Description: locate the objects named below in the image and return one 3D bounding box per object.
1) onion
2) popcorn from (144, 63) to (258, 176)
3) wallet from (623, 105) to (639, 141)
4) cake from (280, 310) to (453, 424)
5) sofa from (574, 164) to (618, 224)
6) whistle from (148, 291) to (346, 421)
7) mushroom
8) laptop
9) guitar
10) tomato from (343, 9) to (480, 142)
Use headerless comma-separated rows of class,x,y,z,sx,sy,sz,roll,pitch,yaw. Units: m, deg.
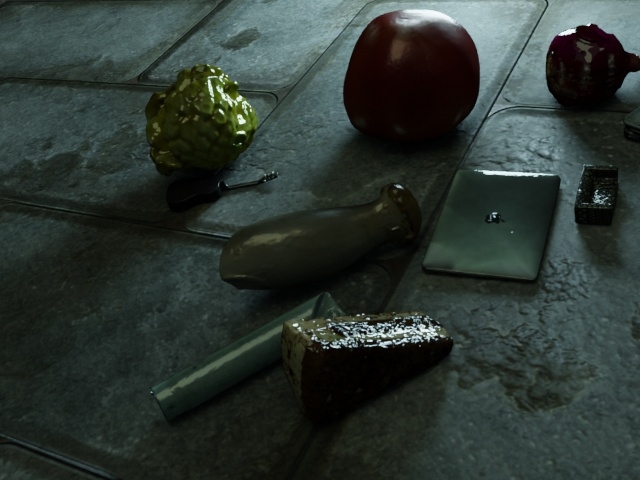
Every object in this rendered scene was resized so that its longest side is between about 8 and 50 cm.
onion,0.543,-0.358,1.500,0.198,0.135,0.173,-15,42,-2
popcorn,-0.260,-0.238,1.588,0.251,0.206,0.237,-42,46,-15
wallet,0.669,-0.206,1.352,0.167,0.036,0.222,-35,43,-22
cake,0.064,0.139,1.075,0.246,0.135,0.112,-26,39,-12
sofa,0.459,-0.077,1.269,0.060,0.039,0.118,6,44,24
whistle,-0.106,0.171,1.155,0.312,0.062,0.062,-28,40,-14
mushroom,0.000,0.000,1.272,0.350,0.128,0.128,-19,39,-7
laptop,0.293,-0.033,1.293,0.188,0.015,0.269,5,43,24
guitar,-0.200,-0.110,1.550,0.233,0.025,0.088,-11,38,7
tomato,0.179,-0.339,1.533,0.299,0.226,0.298,-10,36,7
